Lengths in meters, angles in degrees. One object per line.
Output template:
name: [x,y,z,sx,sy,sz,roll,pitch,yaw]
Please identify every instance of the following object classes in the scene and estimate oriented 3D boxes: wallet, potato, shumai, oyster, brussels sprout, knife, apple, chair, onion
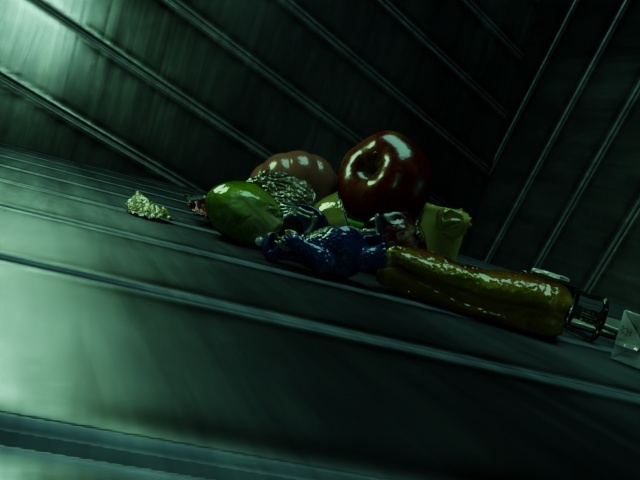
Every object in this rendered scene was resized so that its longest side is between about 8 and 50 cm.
wallet: [0.548,0.081,1.444,0.044,0.011,0.083,14,5,-34]
potato: [0.018,-0.010,1.445,0.117,0.182,0.202,-14,47,-1]
shumai: [-0.121,-0.067,1.564,0.218,0.185,0.184,-22,55,-10]
oyster: [-0.393,-0.069,1.400,0.121,0.045,0.146,29,3,-7]
brussels sprout: [-0.172,-0.065,1.381,0.180,0.144,0.161,37,-18,-6]
knife: [0.644,0.194,1.487,0.265,0.041,0.073,19,21,16]
apple: [0.199,-0.176,1.854,0.288,0.288,0.317,17,-7,26]
chair: [0.525,0.142,1.350,0.113,0.106,0.229,16,3,-3]
onion: [0.159,0.024,1.533,0.218,0.140,0.195,-23,-13,22]

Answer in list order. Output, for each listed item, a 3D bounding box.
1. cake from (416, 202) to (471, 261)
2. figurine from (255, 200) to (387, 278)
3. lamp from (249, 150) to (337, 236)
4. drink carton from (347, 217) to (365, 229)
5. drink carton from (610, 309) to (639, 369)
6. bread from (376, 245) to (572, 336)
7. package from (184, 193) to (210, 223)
cake: [0.357,-0.020,2.052,0.222,0.227,0.286,14,4,-27]
figurine: [0.006,0.016,1.207,0.262,0.121,0.164,8,39,9]
lamp: [-0.083,-0.133,1.901,0.305,0.305,0.240,12,50,-35]
drink carton: [0.114,-0.003,1.775,0.271,0.108,0.161,13,4,-29]
drink carton: [0.642,0.200,1.045,0.134,0.102,0.222,10,6,-28]
bread: [0.307,0.093,1.229,0.380,0.109,0.185,15,4,21]
package: [-0.232,-0.060,1.615,0.269,0.071,0.194,17,18,-20]
